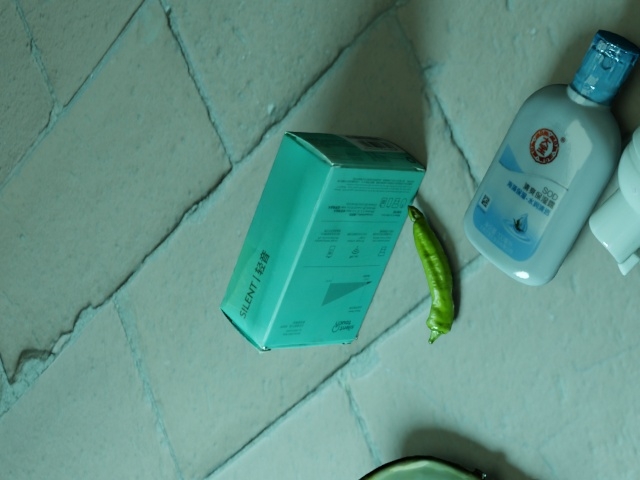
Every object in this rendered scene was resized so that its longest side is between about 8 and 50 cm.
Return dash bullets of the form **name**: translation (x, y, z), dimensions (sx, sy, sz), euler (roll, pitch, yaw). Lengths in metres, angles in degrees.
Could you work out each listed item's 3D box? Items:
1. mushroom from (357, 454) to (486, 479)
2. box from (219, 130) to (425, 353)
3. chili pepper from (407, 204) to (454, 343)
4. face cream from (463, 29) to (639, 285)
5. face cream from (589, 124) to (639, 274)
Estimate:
- **mushroom**: translation (0.170, 0.440, 1.927), dimensions (0.212, 0.217, 0.292), euler (57, 163, -27)
- **box**: translation (0.000, 0.000, 2.027), dimensions (0.118, 0.205, 0.311), euler (39, 118, 40)
- **chili pepper**: translation (0.164, 0.043, 1.982), dimensions (0.049, 0.043, 0.208), euler (140, 125, -66)
- **face cream**: translation (0.310, -0.113, 1.798), dimensions (0.163, 0.080, 0.336), euler (44, 121, 35)
- **face cream**: translation (0.439, -0.101, 1.622), dimensions (0.369, 0.145, 0.145), euler (-50, 57, 32)
